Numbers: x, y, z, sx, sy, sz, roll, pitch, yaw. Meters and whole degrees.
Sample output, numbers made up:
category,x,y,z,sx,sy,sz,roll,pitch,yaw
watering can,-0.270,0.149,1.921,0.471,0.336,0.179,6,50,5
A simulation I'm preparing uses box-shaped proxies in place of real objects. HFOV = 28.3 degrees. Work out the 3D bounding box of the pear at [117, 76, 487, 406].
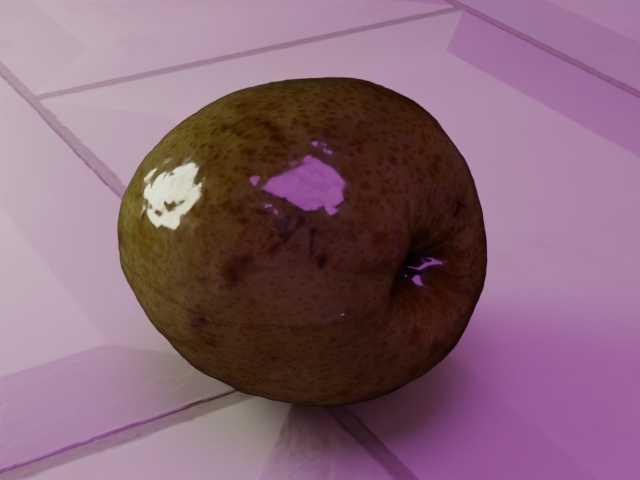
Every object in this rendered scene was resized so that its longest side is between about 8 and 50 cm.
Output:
category,x,y,z,sx,sy,sz,roll,pitch,yaw
pear,0.000,0.000,0.772,0.228,0.188,0.211,-20,33,-35
